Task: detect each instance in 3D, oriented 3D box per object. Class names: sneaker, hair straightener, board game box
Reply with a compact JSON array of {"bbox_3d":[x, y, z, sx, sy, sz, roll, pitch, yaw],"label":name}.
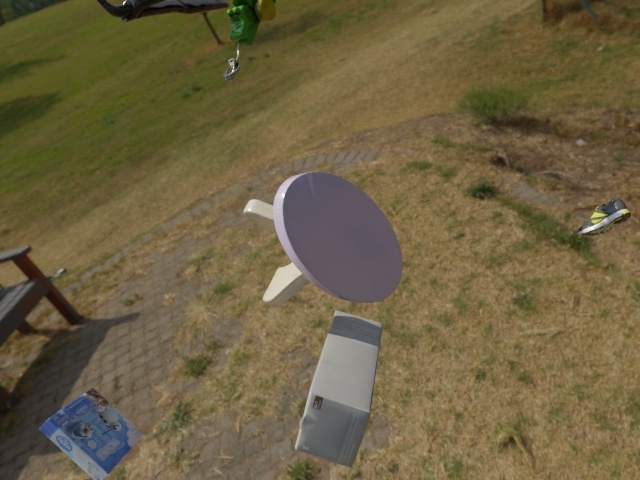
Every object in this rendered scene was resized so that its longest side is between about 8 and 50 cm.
[{"bbox_3d":[0.420,-0.034,0.704,0.083,0.031,0.035,135,136,-56],"label":"sneaker"},{"bbox_3d":[-0.201,-0.347,0.627,0.047,0.089,0.230,42,44,12],"label":"hair straightener"},{"bbox_3d":[-0.265,0.225,0.556,0.020,0.090,0.090,-46,1,5],"label":"board game box"}]

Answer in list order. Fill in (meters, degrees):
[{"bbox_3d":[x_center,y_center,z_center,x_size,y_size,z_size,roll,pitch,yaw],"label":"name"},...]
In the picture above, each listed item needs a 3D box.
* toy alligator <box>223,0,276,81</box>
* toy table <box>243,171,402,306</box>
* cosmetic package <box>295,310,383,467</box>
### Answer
[{"bbox_3d":[-0.096,-0.297,0.610,0.056,0.051,0.190,8,70,39],"label":"toy alligator"},{"bbox_3d":[0.000,0.000,0.820,0.160,0.274,0.252,-4,43,53],"label":"toy table"},{"bbox_3d":[0.038,0.240,0.807,0.107,0.127,0.238,15,27,3],"label":"cosmetic package"}]
